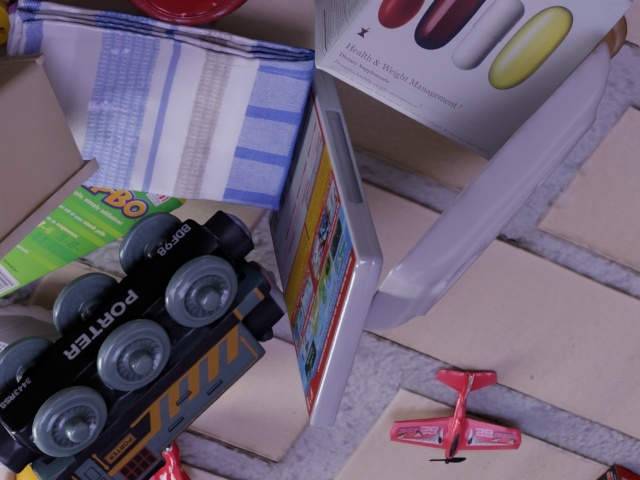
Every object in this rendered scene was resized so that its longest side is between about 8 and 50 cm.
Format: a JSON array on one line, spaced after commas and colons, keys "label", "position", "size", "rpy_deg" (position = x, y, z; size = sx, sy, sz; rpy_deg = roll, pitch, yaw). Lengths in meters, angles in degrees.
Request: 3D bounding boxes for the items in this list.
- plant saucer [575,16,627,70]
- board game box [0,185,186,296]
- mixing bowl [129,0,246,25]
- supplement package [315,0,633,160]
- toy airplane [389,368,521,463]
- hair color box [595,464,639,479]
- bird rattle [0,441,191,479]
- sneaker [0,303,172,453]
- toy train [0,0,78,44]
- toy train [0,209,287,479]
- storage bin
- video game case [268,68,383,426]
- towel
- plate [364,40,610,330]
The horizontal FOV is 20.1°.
[{"label": "plant saucer", "position": [0.246, -0.190, 1.692], "size": [0.083, 0.015, 0.083], "rpy_deg": [-1, 129, -1]}, {"label": "board game box", "position": [-0.270, -0.032, 1.799], "size": [0.259, 0.039, 0.124], "rpy_deg": [-24, 127, 20]}, {"label": "mixing bowl", "position": [-0.117, -0.255, 1.577], "size": [0.181, 0.098, 0.181], "rpy_deg": [-1, 131, -1]}, {"label": "supplement package", "position": [0.129, -0.218, 1.580], "size": [0.194, 0.149, 0.203], "rpy_deg": [26, 125, -21]}, {"label": "toy airplane", "position": [0.151, 0.193, 1.998], "size": [0.151, 0.028, 0.151], "rpy_deg": [-2, 130, -2]}, {"label": "hair color box", "position": [0.314, 0.330, 2.088], "size": [0.043, 0.072, 0.141], "rpy_deg": [27, 123, -22]}, {"label": "bird rattle", "position": [-0.270, 0.283, 2.007], "size": [0.253, 0.143, 0.207], "rpy_deg": [-38, 105, 23]}, {"label": "sneaker", "position": [-0.270, 0.148, 1.885], "size": [0.281, 0.115, 0.105], "rpy_deg": [12, 138, -11]}, {"label": "toy train", "position": [-0.263, -0.230, 1.631], "size": [0.125, 0.046, 0.166], "rpy_deg": [-9, 132, 5]}, {"label": "toy train", "position": [-0.178, 0.121, 1.785], "size": [0.334, 0.142, 0.190], "rpy_deg": [-44, 135, -8]}, {"label": "storage bin", "position": [-0.384, -0.044, 1.588], "size": [0.260, 0.262, 0.123], "rpy_deg": [-2, 121, 32]}, {"label": "video game case", "position": [0.000, 0.000, 1.669], "size": [0.025, 0.285, 0.204], "rpy_deg": [4, 130, -14]}, {"label": "towel", "position": [-0.157, -0.119, 1.684], "size": [0.285, 0.034, 0.209], "rpy_deg": [8, 133, -10]}, {"label": "plate", "position": [0.150, -0.031, 1.607], "size": [0.045, 0.278, 0.277], "rpy_deg": [42, 78, 6]}]
